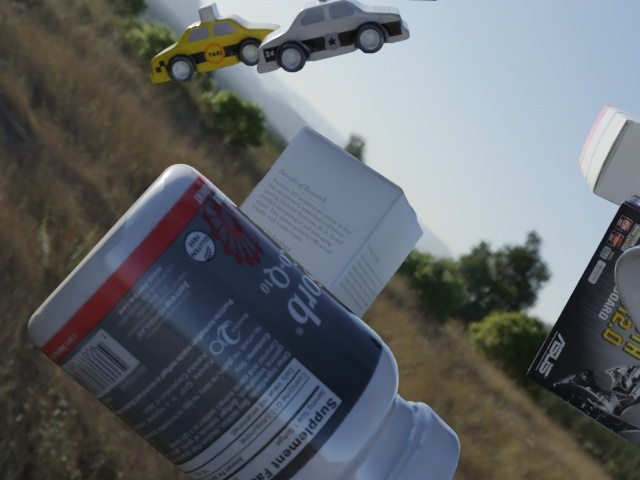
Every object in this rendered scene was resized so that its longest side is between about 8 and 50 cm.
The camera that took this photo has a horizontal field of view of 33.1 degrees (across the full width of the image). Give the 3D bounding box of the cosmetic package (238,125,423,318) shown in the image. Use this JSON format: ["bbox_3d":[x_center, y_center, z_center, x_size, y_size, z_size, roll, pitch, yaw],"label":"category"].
[{"bbox_3d":[0.000,0.000,1.254,0.151,0.184,0.151,34,-8,22],"label":"cosmetic package"}]

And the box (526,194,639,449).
[{"bbox_3d":[0.351,0.096,1.139,0.183,0.231,0.056,34,25,20],"label":"box"}]

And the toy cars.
[{"bbox_3d":[-0.065,-0.265,1.353,0.393,0.176,0.087,3,-65,44],"label":"toy cars"}]

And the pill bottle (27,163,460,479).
[{"bbox_3d":[-0.062,0.122,0.974,0.363,0.210,0.210,43,6,-9],"label":"pill bottle"}]

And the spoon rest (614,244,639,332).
[{"bbox_3d":[0.329,0.100,0.875,0.137,0.084,0.276,10,-33,51],"label":"spoon rest"}]

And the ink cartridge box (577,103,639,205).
[{"bbox_3d":[0.498,-0.100,1.573,0.207,0.117,0.283,25,15,4],"label":"ink cartridge box"}]
